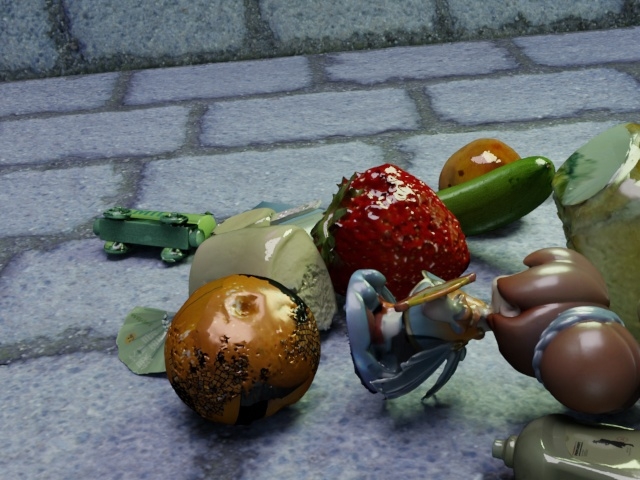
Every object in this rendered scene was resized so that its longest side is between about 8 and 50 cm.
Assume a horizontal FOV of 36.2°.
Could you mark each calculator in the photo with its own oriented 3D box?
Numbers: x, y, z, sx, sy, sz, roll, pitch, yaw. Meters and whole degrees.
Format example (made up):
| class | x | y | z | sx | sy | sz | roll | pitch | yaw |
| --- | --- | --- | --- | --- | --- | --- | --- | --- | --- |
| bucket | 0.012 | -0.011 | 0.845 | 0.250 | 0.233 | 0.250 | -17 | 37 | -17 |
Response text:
| class | x | y | z | sx | sy | sz | roll | pitch | yaw |
| --- | --- | --- | --- | --- | --- | --- | --- | --- | --- |
| calculator | -0.080 | -0.039 | 2.073 | 0.210 | 0.039 | 0.121 | 8 | 29 | 25 |

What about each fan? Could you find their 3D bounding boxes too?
| class | x | y | z | sx | sy | sz | roll | pitch | yaw |
| --- | --- | --- | --- | --- | --- | --- | --- | --- | --- |
| fan | -0.276 | 0.166 | 1.639 | 0.131 | 0.009 | 0.240 | -43 | 38 | -18 |

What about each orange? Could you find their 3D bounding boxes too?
| class | x | y | z | sx | sy | sz | roll | pitch | yaw |
| --- | --- | --- | --- | --- | --- | --- | --- | --- | --- |
| orange | -0.116 | 0.156 | 1.451 | 0.234 | 0.182 | 0.234 | 0 | 50 | 0 |

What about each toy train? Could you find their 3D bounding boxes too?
| class | x | y | z | sx | sy | sz | roll | pitch | yaw |
| --- | --- | --- | --- | --- | --- | --- | --- | --- | --- |
| toy train | -0.336 | -0.023 | 2.032 | 0.253 | 0.105 | 0.157 | 4 | 13 | 22 |

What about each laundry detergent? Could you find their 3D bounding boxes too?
| class | x | y | z | sx | sy | sz | roll | pitch | yaw |
| --- | --- | --- | --- | --- | --- | --- | --- | --- | --- |
| laundry detergent | 0.342 | 0.280 | 1.225 | 0.253 | 0.091 | 0.181 | 6 | 22 | 24 |

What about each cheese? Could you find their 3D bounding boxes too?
| class | x | y | z | sx | sy | sz | roll | pitch | yaw |
| --- | --- | --- | --- | --- | --- | --- | --- | --- | --- |
| cheese | -0.110 | -0.035 | 1.950 | 0.255 | 0.050 | 0.127 | -19 | 18 | 30 |

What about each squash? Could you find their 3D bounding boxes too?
| class | x | y | z | sx | sy | sz | roll | pitch | yaw |
| --- | --- | --- | --- | --- | --- | --- | --- | --- | --- |
| squash | 0.293 | -0.065 | 1.844 | 0.107 | 0.107 | 0.395 | -29 | 4 | -42 |

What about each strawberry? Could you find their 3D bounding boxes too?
| class | x | y | z | sx | sy | sz | roll | pitch | yaw |
| --- | --- | --- | --- | --- | --- | --- | --- | --- | --- |
| strawberry | 0.131 | 0.003 | 1.725 | 0.277 | 0.257 | 0.257 | 27 | 20 | -15 |

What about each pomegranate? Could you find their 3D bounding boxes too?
| class | x | y | z | sx | sy | sz | roll | pitch | yaw |
| --- | --- | --- | --- | --- | --- | --- | --- | --- | --- |
| pomegranate | 0.337 | -0.112 | 1.994 | 0.191 | 0.191 | 0.191 | -4 | 24 | 2 |

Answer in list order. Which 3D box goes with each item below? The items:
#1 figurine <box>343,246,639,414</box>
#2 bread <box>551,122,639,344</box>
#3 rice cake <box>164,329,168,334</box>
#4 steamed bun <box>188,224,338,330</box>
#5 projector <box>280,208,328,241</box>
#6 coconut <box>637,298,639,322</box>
| class | x | y | z | sx | sy | sz | roll | pitch | yaw |
| --- | --- | --- | --- | --- | --- | --- | --- | --- | --- |
| figurine | 0.244 | 0.134 | 1.370 | 0.388 | 0.248 | 0.276 | -10 | -10 | 19 |
| bread | 0.505 | -0.017 | 1.565 | 0.239 | 0.264 | 0.395 | -26 | 21 | 15 |
| rice cake | -0.154 | 0.170 | 1.623 | 0.222 | 0.042 | 0.080 | 13 | 34 | 34 |
| steamed bun | -0.113 | 0.083 | 1.657 | 0.225 | 0.200 | 0.170 | -7 | 25 | 35 |
| projector | 0.000 | 0.000 | 1.890 | 0.337 | 0.108 | 0.108 | -20 | 28 | -29 |
| coconut | 0.565 | 0.125 | 1.222 | 0.353 | 0.352 | 0.352 | -4 | 24 | 2 |
